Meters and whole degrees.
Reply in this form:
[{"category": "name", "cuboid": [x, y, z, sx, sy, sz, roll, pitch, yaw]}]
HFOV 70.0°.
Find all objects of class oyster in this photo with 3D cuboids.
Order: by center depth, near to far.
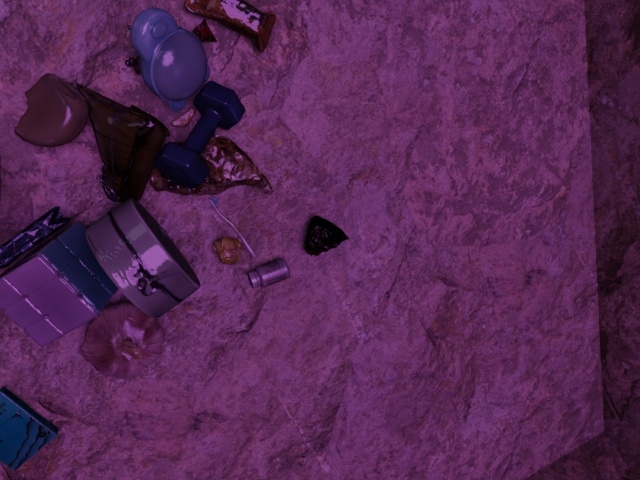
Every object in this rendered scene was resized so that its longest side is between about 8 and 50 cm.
[{"category": "oyster", "cuboid": [-0.344, -0.246, 1.481, 0.395, 0.111, 0.205, -2, 98, -18]}]

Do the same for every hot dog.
[{"category": "hot dog", "cuboid": [-0.431, -0.385, 1.455, 0.090, 0.030, 0.034, -39, 113, -11]}]

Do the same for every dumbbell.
[{"category": "dumbbell", "cuboid": [-0.359, -0.318, 1.379, 0.159, 0.144, 0.325, 23, 68, 2]}]

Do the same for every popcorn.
[{"category": "popcorn", "cuboid": [-0.317, 0.035, 1.553, 0.089, 0.109, 0.097, -5, 65, 9]}]

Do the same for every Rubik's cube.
[{"category": "Rubik's cube", "cuboid": [-0.730, 0.120, 1.290, 0.221, 0.231, 0.225, -29, 112, 12]}]

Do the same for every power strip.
[{"category": "power strip", "cuboid": [-0.506, 0.055, 1.331, 0.161, 0.357, 0.358, -36, 112, -10]}]

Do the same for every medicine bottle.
[{"category": "medicine bottle", "cuboid": [-0.185, 0.120, 1.630, 0.140, 0.079, 0.079, -20, 107, -18]}]

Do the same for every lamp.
[{"category": "lamp", "cuboid": [-0.433, -0.528, 1.322, 0.209, 0.147, 0.284, -56, 140, -18]}]

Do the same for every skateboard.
[{"category": "skateboard", "cuboid": [-0.511, -0.563, 1.375, 0.080, 0.067, 0.151, 37, 81, -33]}]

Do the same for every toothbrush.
[{"category": "toothbrush", "cuboid": [-0.302, -0.042, 1.582, 0.026, 0.022, 0.263, -33, 111, -1]}]

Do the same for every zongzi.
[{"category": "zongzi", "cuboid": [-0.632, -0.288, 1.359, 0.299, 0.138, 0.286, 29, 105, -1]}, {"category": "zongzi", "cuboid": [-0.367, -0.656, 1.426, 0.083, 0.067, 0.074, -15, 95, -38]}]

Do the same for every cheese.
[{"category": "cheese", "cuboid": [-0.755, -0.347, 1.273, 0.202, 0.091, 0.175, -43, 91, 3]}]

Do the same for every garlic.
[{"category": "garlic", "cuboid": [-0.595, 0.322, 1.412, 0.244, 0.253, 0.245, -4, 98, -30]}]

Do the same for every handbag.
[{"category": "handbag", "cuboid": [-0.823, -0.004, 1.288, 0.229, 0.179, 0.062, -40, 112, -13]}]

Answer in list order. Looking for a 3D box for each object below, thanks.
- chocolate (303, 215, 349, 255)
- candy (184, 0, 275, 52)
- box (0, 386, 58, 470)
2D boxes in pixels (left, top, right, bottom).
[{"category": "chocolate", "cuboid": [0.000, 0.000, 1.669, 0.156, 0.156, 0.133, 26, 109, -25]}, {"category": "candy", "cuboid": [-0.273, -0.716, 1.422, 0.271, 0.101, 0.143, 23, 94, -20]}, {"category": "box", "cuboid": [-0.966, 0.586, 1.419, 0.161, 0.042, 0.226, -40, 112, -10]}]
